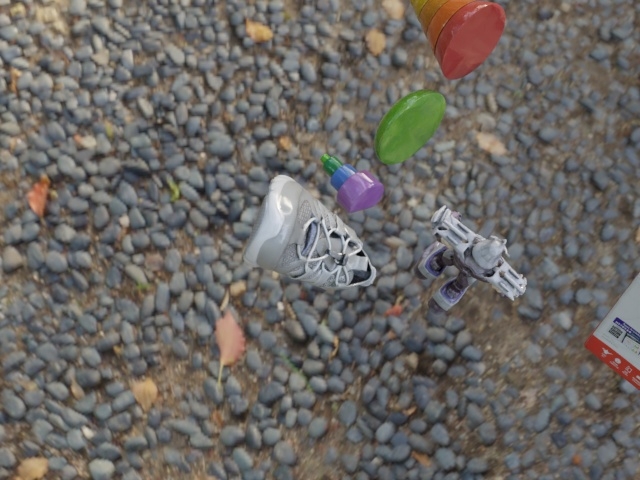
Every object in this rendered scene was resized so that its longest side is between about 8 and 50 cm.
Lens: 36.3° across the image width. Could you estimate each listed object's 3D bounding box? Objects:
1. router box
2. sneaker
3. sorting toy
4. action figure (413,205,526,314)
[{"bbox_3d":[0.652,0.185,1.640,0.335,0.301,0.082,40,55,18],"label":"router box"},{"bbox_3d":[0.000,0.000,1.089,0.115,0.281,0.105,21,90,16],"label":"sneaker"},{"bbox_3d":[0.108,-0.213,1.400,0.126,0.365,0.127,46,26,25],"label":"sorting toy"},{"bbox_3d":[0.234,0.033,1.571,0.099,0.285,0.185,-37,88,-19],"label":"action figure"}]
